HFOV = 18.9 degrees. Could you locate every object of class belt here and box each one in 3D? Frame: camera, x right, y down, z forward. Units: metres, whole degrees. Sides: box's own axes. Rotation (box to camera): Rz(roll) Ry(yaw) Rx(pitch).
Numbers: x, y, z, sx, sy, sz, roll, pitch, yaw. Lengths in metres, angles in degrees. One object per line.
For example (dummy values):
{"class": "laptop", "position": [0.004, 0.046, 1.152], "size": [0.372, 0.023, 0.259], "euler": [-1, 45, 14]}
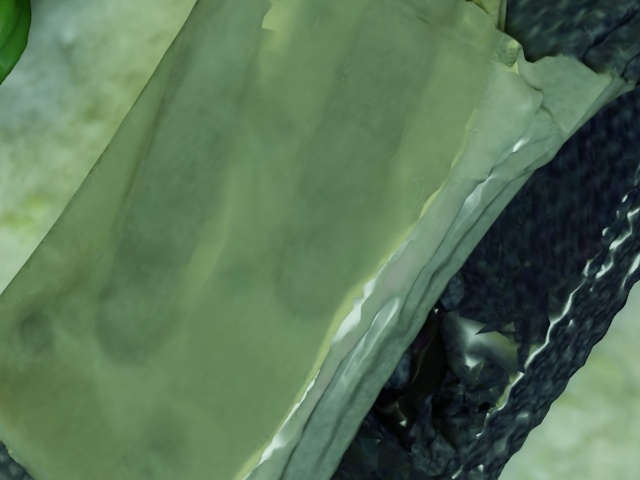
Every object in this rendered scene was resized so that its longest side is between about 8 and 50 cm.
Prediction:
{"class": "belt", "position": [0.000, 0.000, 0.512], "size": [0.126, 0.139, 0.230], "euler": [40, 100, 29]}

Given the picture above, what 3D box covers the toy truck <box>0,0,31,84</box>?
{"class": "toy truck", "position": [-0.129, -0.167, 0.634], "size": [0.187, 0.148, 0.210], "euler": [-30, 39, 23]}
